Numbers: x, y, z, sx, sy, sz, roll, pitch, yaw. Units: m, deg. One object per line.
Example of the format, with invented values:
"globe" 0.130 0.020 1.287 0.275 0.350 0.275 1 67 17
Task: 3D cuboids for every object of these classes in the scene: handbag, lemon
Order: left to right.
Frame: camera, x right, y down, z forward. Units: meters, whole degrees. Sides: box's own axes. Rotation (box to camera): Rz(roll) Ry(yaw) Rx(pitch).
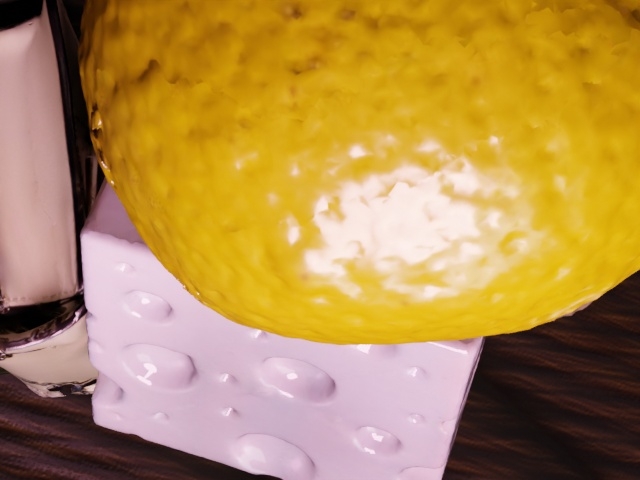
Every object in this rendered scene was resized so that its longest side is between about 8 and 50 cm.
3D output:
"handbag" -0.206 -0.018 1.369 0.160 0.237 0.358 -9 171 -1
"lemon" 0.046 -0.096 0.956 0.336 0.336 0.336 -11 171 -2

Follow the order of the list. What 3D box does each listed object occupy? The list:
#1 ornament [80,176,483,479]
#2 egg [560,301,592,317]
"ornament" 0.000 0.000 1.222 0.239 0.240 0.240 17 147 6
"egg" 0.130 -0.058 1.490 0.310 0.279 0.279 -8 171 2
